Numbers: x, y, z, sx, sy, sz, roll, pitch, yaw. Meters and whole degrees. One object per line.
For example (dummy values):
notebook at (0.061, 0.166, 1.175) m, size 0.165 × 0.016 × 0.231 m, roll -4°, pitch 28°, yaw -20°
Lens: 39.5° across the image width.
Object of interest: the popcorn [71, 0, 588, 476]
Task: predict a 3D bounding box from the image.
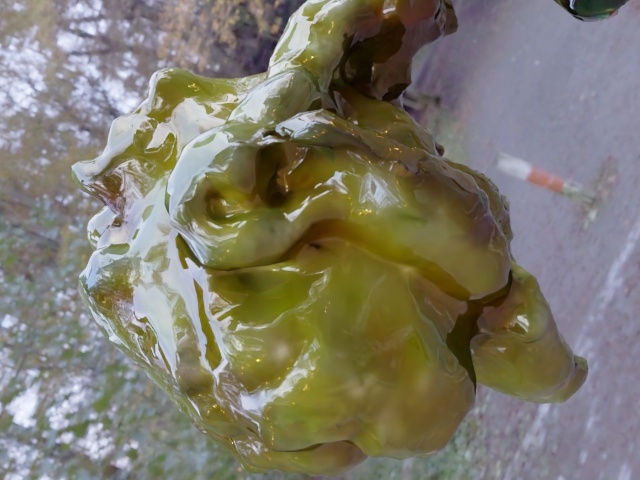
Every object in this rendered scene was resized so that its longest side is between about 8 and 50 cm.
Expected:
popcorn at (0.000, 0.011, 0.601) m, size 0.326 × 0.290 × 0.321 m, roll -105°, pitch -8°, yaw -73°

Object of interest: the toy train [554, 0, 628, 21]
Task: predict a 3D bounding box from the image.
toy train at (0.123, -0.165, 0.252) m, size 0.226 × 0.137 × 0.090 m, roll 81°, pitch -172°, yaw -48°
